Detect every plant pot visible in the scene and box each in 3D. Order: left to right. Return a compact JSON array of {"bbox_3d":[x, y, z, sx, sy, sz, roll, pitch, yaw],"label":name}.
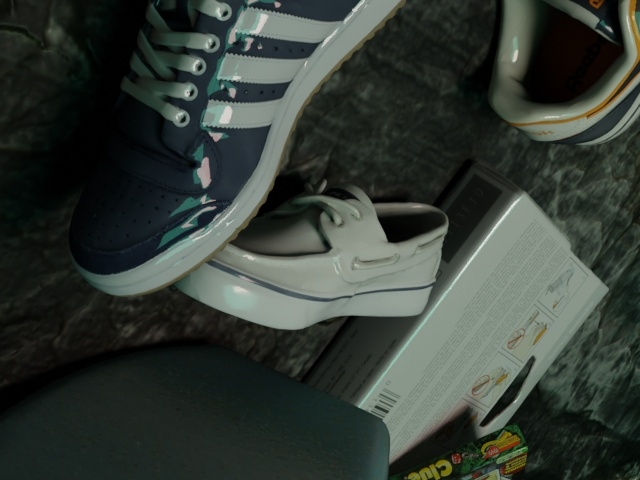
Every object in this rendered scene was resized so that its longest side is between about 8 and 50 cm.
[{"bbox_3d":[-0.080,0.208,0.663,0.252,0.247,0.247,-46,147,-43],"label":"plant pot"}]

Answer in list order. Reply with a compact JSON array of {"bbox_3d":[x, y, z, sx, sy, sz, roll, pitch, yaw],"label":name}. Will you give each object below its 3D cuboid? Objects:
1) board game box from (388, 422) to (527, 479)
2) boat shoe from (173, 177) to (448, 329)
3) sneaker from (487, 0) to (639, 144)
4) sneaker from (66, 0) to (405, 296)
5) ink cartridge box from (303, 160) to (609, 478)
[{"bbox_3d":[0.056,0.245,0.915,0.259,0.030,0.136,-22,148,-7],"label":"board game box"},{"bbox_3d":[0.000,0.000,0.702,0.258,0.095,0.084,-1,116,-58],"label":"boat shoe"},{"bbox_3d":[0.219,-0.206,0.719,0.127,0.126,0.321,-9,127,-49],"label":"sneaker"},{"bbox_3d":[-0.057,-0.114,0.530,0.282,0.099,0.153,-53,148,-10],"label":"sneaker"},{"bbox_3d":[0.114,0.096,0.910,0.275,0.060,0.239,-53,144,2],"label":"ink cartridge box"}]
